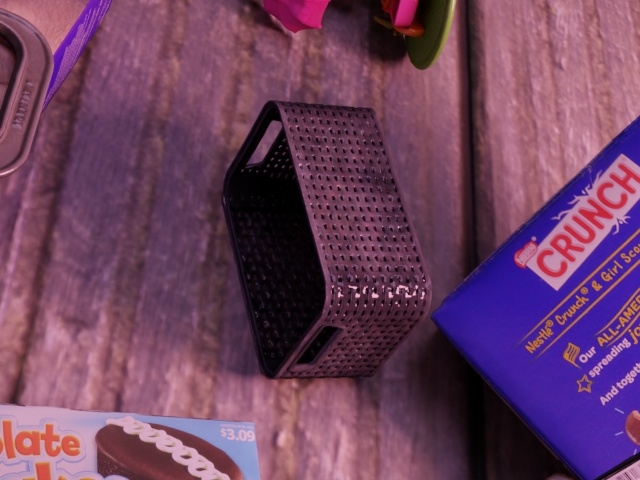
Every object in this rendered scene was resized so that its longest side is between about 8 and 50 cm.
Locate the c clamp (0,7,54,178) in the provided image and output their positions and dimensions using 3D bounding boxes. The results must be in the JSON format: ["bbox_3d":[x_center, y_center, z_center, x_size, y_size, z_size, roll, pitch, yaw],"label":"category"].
[{"bbox_3d":[-0.239,-0.101,0.791,0.137,0.022,0.161,25,50,-15],"label":"c clamp"}]

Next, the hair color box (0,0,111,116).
[{"bbox_3d":[-0.277,-0.147,0.890,0.185,0.110,0.339,28,50,-8],"label":"hair color box"}]

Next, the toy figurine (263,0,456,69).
[{"bbox_3d":[0.021,-0.234,1.123,0.159,0.130,0.173,4,32,-14],"label":"toy figurine"}]

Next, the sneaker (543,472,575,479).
[{"bbox_3d":[0.175,0.258,0.863,0.084,0.069,0.185,-24,71,-15],"label":"sneaker"}]

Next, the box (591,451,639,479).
[{"bbox_3d":[0.037,0.240,0.639,0.293,0.295,0.073,-17,62,-35],"label":"box"}]

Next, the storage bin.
[{"bbox_3d":[0.000,0.000,0.915,0.084,0.122,0.180,2,56,-26],"label":"storage bin"}]

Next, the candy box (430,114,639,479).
[{"bbox_3d":[0.283,0.082,0.918,0.268,0.122,0.317,-42,79,-1],"label":"candy box"}]

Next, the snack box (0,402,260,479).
[{"bbox_3d":[-0.186,0.187,0.719,0.322,0.060,0.187,7,53,-23],"label":"snack box"}]
